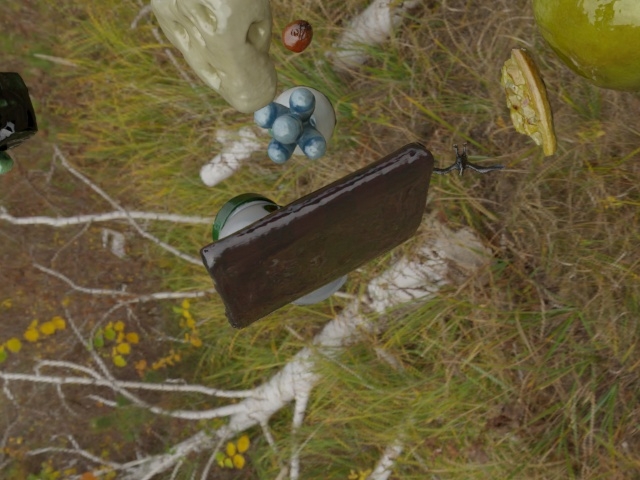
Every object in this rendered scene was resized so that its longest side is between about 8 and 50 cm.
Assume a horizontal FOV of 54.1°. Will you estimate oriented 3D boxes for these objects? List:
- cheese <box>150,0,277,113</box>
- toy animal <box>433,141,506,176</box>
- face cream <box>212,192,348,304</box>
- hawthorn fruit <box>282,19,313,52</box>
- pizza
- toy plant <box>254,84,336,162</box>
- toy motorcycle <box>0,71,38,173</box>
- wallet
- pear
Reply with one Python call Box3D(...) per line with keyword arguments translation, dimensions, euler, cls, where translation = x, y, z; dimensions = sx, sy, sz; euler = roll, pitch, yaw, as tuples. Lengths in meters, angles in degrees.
Box3D(translation=(-0.236, -0.459, 1.268), dimensions=(0.328, 0.130, 0.351), euler=(41, 162, 21), cls="cheese")
Box3D(translation=(0.370, -0.204, 1.646), dimensions=(0.220, 0.062, 0.107), euler=(-3, 53, 11), cls="toy animal")
Box3D(translation=(-0.111, 0.024, 1.612), dimensions=(0.357, 0.313, 0.219), euler=(30, 112, 50), cls="face cream")
Box3D(translation=(-0.056, -0.535, 1.620), dimensions=(0.093, 0.081, 0.081), euler=(147, 111, -65), cls="hawthorn fruit")
Box3D(translation=(0.287, -0.195, 0.879), dimensions=(0.099, 0.036, 0.160), euler=(-129, 14, -69), cls="pizza")
Box3D(translation=(-0.078, -0.356, 1.946), dimensions=(0.247, 0.332, 0.247), euler=(2, 108, 7), cls="toy plant")
Box3D(translation=(-0.350, -0.200, 0.492), dimensions=(0.196, 0.125, 0.331), euler=(-25, 90, 34), cls="toy motorcycle")
Box3D(translation=(0.000, 0.000, 0.613), dimensions=(0.049, 0.229, 0.182), euler=(58, 168, 22), cls="wallet")
Box3D(translation=(0.361, -0.285, 0.658), dimensions=(0.269, 0.321, 0.268), euler=(-7, 74, 24), cls="pear")
